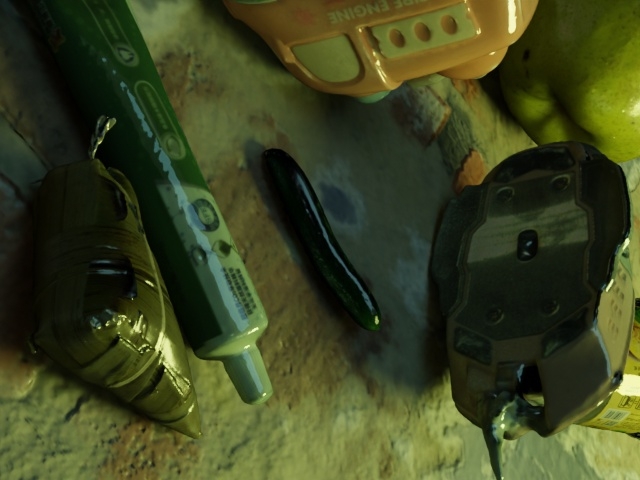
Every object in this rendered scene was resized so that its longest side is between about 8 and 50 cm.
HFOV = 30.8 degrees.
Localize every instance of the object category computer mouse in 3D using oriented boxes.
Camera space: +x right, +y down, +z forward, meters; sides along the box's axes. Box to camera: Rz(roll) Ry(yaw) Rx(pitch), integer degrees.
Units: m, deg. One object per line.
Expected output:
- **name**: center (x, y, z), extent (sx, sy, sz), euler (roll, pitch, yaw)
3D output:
- **computer mouse**: center (0.212, 0.063, 1.093), extent (0.115, 0.199, 0.389), euler (47, 42, -37)

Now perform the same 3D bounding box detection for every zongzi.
- **zongzi**: center (-0.136, 0.033, 0.836), extent (0.178, 0.081, 0.189), euler (51, 23, -48)

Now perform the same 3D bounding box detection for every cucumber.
- **cucumber**: center (0.000, 0.000, 1.008), extent (0.036, 0.033, 0.184), euler (-31, 93, -32)

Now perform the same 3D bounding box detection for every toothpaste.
- **toothpaste**: center (-0.127, -0.055, 0.881), extent (0.098, 0.061, 0.392), euler (-20, 83, -49)

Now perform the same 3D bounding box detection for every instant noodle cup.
- **instant noodle cup**: center (0.298, 0.129, 1.185), extent (0.122, 0.151, 0.151), euler (6, 66, -38)

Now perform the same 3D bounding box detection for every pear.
- **pear**: center (0.333, -0.232, 1.304), extent (0.294, 0.294, 0.294), euler (23, 55, -38)

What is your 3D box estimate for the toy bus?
- **toy bus**: center (0.062, -0.240, 1.027), extent (0.232, 0.287, 0.194), euler (63, 33, -28)
